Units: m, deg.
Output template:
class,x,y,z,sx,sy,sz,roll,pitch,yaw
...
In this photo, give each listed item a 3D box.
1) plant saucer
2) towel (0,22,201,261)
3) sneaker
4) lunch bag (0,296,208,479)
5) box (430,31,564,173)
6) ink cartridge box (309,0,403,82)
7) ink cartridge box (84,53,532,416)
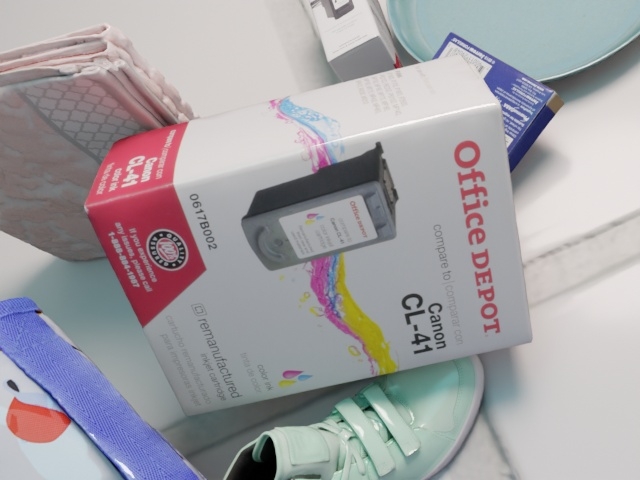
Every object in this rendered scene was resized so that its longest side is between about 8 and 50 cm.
class,x,y,z,sx,sy,sz,roll,pitch,yaw
plant saucer,0.230,-0.295,0.763,0.318,0.044,0.317,-9,64,20
towel,-0.247,-0.066,0.703,0.317,0.332,0.053,-8,64,20
sneaker,0.029,0.169,0.576,0.256,0.151,0.094,-44,56,-1
lunch bag,-0.188,0.280,0.496,0.328,0.239,0.385,37,113,24
box,0.118,-0.081,0.697,0.136,0.036,0.225,44,105,33
ink cartridge box,0.040,-0.239,0.783,0.063,0.109,0.150,-24,59,17
ink cartridge box,0.000,0.000,0.576,0.306,0.226,0.131,-13,30,7
